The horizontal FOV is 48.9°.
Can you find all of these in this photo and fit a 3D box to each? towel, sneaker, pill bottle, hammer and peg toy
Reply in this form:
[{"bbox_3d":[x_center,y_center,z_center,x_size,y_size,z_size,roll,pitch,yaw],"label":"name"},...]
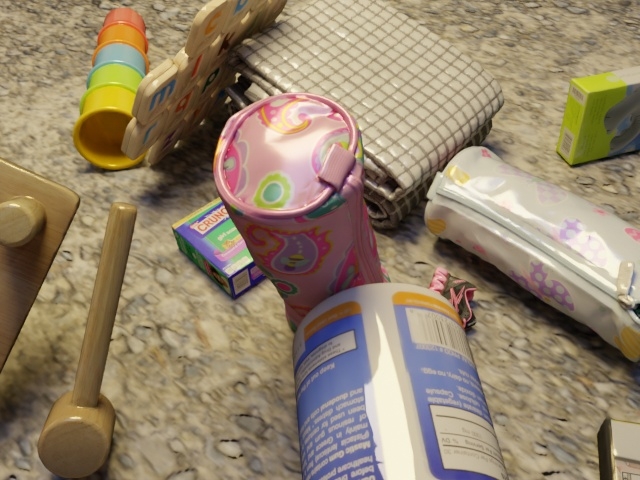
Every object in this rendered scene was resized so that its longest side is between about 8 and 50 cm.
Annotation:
[{"bbox_3d":[0.049,-0.169,0.872,0.284,0.121,0.235,38,59,17],"label":"towel"},{"bbox_3d":[0.127,0.079,0.703,0.057,0.047,0.119,21,50,6],"label":"sneaker"},{"bbox_3d":[0.061,0.178,0.530,0.152,0.152,0.272,-5,46,-2],"label":"pill bottle"},{"bbox_3d":[-0.319,0.038,0.597,0.361,0.266,0.127,25,2,-14],"label":"hammer and peg toy"}]

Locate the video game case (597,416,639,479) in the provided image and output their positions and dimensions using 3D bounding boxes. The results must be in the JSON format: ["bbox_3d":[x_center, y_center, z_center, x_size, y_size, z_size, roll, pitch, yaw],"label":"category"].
[{"bbox_3d":[0.339,0.273,0.508,0.248,0.035,0.275,8,46,9],"label":"video game case"}]

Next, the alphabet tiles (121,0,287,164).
[{"bbox_3d":[-0.131,-0.213,0.846,0.021,0.278,0.284,40,54,-1],"label":"alphabet tiles"}]

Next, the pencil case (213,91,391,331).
[{"bbox_3d":[0.000,0.000,0.619,0.124,0.284,0.124,-6,59,9],"label":"pencil case"}]

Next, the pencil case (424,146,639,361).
[{"bbox_3d":[0.237,0.007,0.714,0.124,0.113,0.273,-16,42,-44],"label":"pencil case"}]

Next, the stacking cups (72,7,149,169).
[{"bbox_3d":[-0.289,-0.230,0.985,0.096,0.096,0.316,-9,44,-7],"label":"stacking cups"}]

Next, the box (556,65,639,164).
[{"bbox_3d":[0.391,-0.163,0.878,0.178,0.109,0.042,-13,43,-11],"label":"box"}]

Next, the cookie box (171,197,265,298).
[{"bbox_3d":[-0.097,0.001,0.785,0.092,0.040,0.107,-35,53,-27],"label":"cookie box"}]
